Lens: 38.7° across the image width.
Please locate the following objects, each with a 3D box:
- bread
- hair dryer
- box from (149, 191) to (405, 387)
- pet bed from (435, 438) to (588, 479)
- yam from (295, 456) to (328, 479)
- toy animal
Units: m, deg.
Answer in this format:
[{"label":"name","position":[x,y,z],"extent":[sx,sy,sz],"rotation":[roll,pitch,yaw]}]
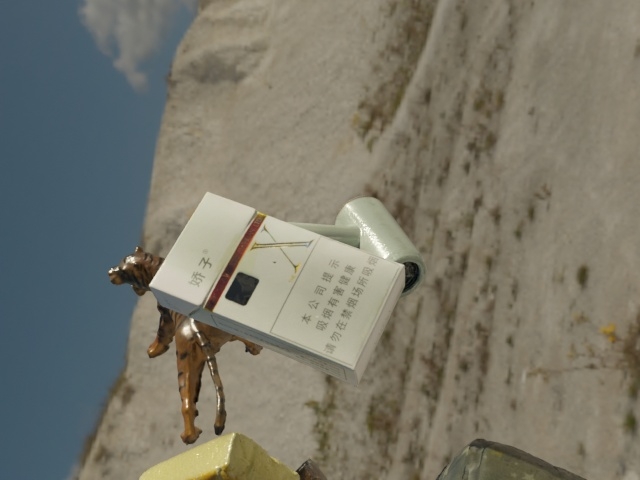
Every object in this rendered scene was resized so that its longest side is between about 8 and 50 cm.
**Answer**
[{"label":"bread","position":[-0.128,0.313,1.126],"extent":[0.188,0.125,0.068],"rotation":[-29,32,35]},{"label":"hair dryer","position":[0.000,0.000,1.056],"extent":[0.131,0.236,0.073],"rotation":[57,132,49]},{"label":"box","position":[-0.028,0.031,0.623],"extent":[0.040,0.154,0.084],"rotation":[78,-144,-63]},{"label":"pet bed","position":[0.217,0.345,1.000],"extent":[0.159,0.211,0.183],"rotation":[-65,1,-46]},{"label":"yam","position":[0.021,0.496,1.475],"extent":[0.131,0.279,0.131],"rotation":[-36,-17,-13]},{"label":"toy animal","position":[-0.116,0.095,0.886],"extent":[0.255,0.114,0.116],"rotation":[47,157,56]}]
